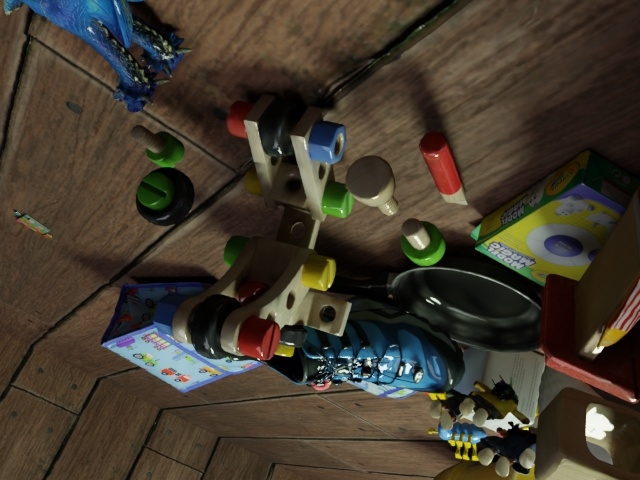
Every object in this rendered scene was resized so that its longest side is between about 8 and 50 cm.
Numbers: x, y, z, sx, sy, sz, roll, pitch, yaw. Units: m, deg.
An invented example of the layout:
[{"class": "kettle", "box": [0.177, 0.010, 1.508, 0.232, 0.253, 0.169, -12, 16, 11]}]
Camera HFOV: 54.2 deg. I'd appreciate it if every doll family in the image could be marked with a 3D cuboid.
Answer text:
[{"class": "doll family", "box": [0.230, 0.222, 0.745, 0.111, 0.076, 0.193, 2, -149, -46]}]

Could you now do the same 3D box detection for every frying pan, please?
[{"class": "frying pan", "box": [0.135, 0.081, 0.805, 0.326, 0.053, 0.197, -2, 143, 43]}]

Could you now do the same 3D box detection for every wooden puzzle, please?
[{"class": "wooden puzzle", "box": [-0.525, -0.028, 1.142, 0.049, 0.006, 0.083, -9, 139, 45]}]

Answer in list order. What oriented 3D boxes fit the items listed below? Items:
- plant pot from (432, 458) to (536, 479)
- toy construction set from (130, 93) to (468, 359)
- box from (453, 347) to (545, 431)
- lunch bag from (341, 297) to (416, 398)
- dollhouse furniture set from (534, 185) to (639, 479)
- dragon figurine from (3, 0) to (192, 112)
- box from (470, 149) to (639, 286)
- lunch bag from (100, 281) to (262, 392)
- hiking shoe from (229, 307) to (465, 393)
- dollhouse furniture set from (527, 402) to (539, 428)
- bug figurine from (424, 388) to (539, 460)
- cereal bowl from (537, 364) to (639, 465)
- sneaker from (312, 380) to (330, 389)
[{"class": "plant pot", "box": [0.389, 0.575, 1.322, 0.254, 0.254, 0.239, 28, 136, -11]}, {"class": "toy construction set", "box": [0.000, 0.000, 0.645, 0.309, 0.257, 0.237, -13, 159, 18]}, {"class": "box", "box": [0.249, 0.205, 0.888, 0.087, 0.101, 0.102, 25, 152, -3]}, {"class": "lunch bag", "box": [0.094, 0.173, 0.964, 0.176, 0.090, 0.219, 23, 154, -8]}, {"class": "dollhouse furniture set", "box": [0.237, 0.095, 0.363, 0.152, 0.374, 0.201, 21, 131, 6]}, {"class": "dragon figurine", "box": [-0.170, -0.207, 0.477, 0.144, 0.085, 0.289, 23, 157, -5]}, {"class": "box", "box": [0.228, -0.007, 0.593, 0.105, 0.043, 0.179, 28, 154, -9]}, {"class": "lunch bag", "box": [-0.211, 0.163, 1.159, 0.293, 0.138, 0.221, -16, 137, 31]}, {"class": "hiking shoe", "box": [0.024, 0.147, 0.785, 0.304, 0.132, 0.113, 12, 121, 16]}, {"class": "dollhouse furniture set", "box": [0.493, 0.260, 0.846, 0.303, 0.198, 0.286, 45, 125, 16]}, {"class": "bug figurine", "box": [0.275, 0.297, 1.066, 0.216, 0.072, 0.279, 2, 142, 23]}, {"class": "cereal bowl", "box": [0.364, 0.222, 0.594, 0.339, 0.141, 0.339, 15, -165, -4]}, {"class": "sneaker", "box": [-0.038, 0.186, 1.053, 0.082, 0.094, 0.208, -29, 133, 26]}]
